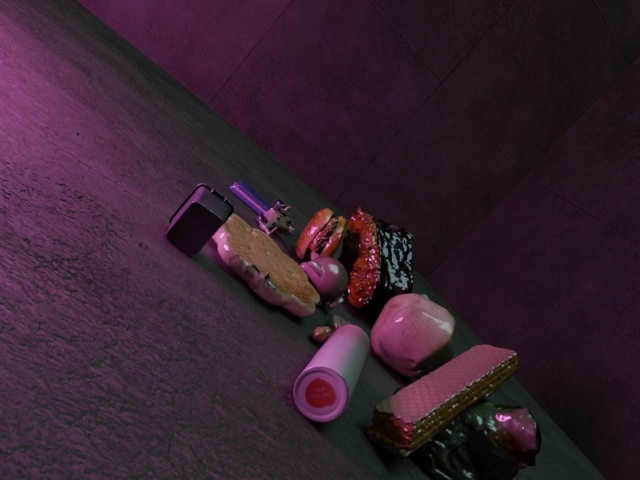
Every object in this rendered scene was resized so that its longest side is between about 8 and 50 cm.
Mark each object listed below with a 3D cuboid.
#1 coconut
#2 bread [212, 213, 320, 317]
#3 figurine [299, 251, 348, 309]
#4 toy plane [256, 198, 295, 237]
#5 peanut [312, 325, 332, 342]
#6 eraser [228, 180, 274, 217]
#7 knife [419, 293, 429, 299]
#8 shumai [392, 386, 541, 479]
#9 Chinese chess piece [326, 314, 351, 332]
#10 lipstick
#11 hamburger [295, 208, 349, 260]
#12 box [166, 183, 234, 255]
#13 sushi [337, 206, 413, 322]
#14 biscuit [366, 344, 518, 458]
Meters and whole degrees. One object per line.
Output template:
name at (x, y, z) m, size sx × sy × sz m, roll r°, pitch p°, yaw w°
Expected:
coconut at (0.244, 0.247, 1.420) m, size 0.224 × 0.224 × 0.224 m, roll 41°, pitch 9°, yaw -8°
bread at (-0.123, 0.052, 1.227) m, size 0.316 × 0.054 × 0.316 m, roll 40°, pitch 10°, yaw -9°
figurine at (0.008, 0.098, 1.399) m, size 0.138 × 0.125 × 0.125 m, roll 57°, pitch 7°, yaw -10°
toy plane at (-0.129, -0.050, 1.595) m, size 0.108 × 0.092 × 0.286 m, roll 52°, pitch 11°, yaw 1°
peanut at (0.004, 0.195, 1.155) m, size 0.037 × 0.037 × 0.083 m, roll 45°, pitch 8°, yaw 15°
eraser at (-0.190, -0.109, 1.758) m, size 0.225 × 0.036 × 0.082 m, roll 41°, pitch 11°, yaw -10°
knife at (0.366, 0.320, 1.703) m, size 0.080 × 0.044 × 0.331 m, roll 75°, pitch -7°, yaw -86°
shumai at (0.279, 0.348, 1.086) m, size 0.272 × 0.203 × 0.222 m, roll 40°, pitch 7°, yaw 15°
Chinese chess piece at (0.051, 0.209, 1.290) m, size 0.084 × 0.034 × 0.084 m, roll 40°, pitch 10°, yaw -8°
lipstick at (0.031, 0.219, 0.984) m, size 0.087 × 0.087 × 0.327 m, roll 43°, pitch 9°, yaw 6°
hamburger at (0.001, -0.002, 1.642) m, size 0.118 × 0.182 × 0.191 m, roll 26°, pitch 17°, yaw 0°
box at (-0.224, -0.034, 1.023) m, size 0.084 × 0.122 × 0.069 m, roll 38°, pitch 22°, yaw -15°
sushi at (0.153, 0.091, 1.704) m, size 0.207 × 0.234 × 0.348 m, roll 25°, pitch 43°, yaw -24°
biscuit at (0.237, 0.277, 1.037) m, size 0.379 × 0.054 × 0.094 m, roll -15°, pitch 18°, yaw -41°
